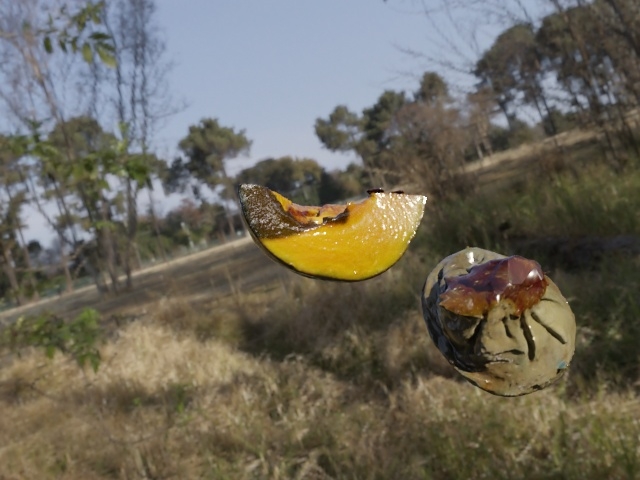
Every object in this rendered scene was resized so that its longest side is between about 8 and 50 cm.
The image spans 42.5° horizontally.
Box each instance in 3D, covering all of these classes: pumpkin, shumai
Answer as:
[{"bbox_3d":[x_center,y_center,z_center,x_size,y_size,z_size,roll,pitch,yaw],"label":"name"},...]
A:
[{"bbox_3d":[0.000,0.000,1.247,0.312,0.148,0.169,5,-14,-24],"label":"pumpkin"},{"bbox_3d":[0.212,0.068,0.938,0.201,0.201,0.120,-16,-32,-26],"label":"shumai"}]
